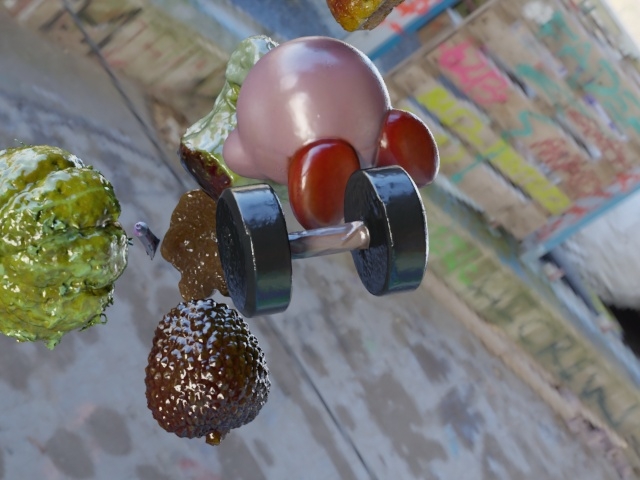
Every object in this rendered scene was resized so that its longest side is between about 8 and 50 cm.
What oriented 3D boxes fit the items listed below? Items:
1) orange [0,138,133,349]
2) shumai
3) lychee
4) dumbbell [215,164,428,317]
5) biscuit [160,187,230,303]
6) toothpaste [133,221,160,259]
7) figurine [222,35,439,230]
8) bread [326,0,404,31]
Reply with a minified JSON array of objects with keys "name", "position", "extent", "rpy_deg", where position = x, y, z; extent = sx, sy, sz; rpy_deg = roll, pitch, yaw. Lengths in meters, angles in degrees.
[{"name":"orange","position":[-0.439,0.009,1.710],"extent":[0.300,0.301,0.223],"rpy_deg":[33,26,20]},{"name":"shumai","position":[-0.114,-0.177,2.019],"extent":[0.309,0.263,0.304],"rpy_deg":[58,5,5]},{"name":"lychee","position":[-0.211,0.243,2.118],"extent":[0.236,0.235,0.271],"rpy_deg":[-3,89,-64]},{"name":"dumbbell","position":[0.000,0.000,1.317],"extent":[0.218,0.152,0.153],"rpy_deg":[-9,56,-16]},{"name":"biscuit","position":[-0.200,-0.003,2.246],"extent":[0.208,0.290,0.041],"rpy_deg":[28,14,15]},{"name":"toothpaste","position":[-0.324,-0.004,2.148],"extent":[0.170,0.028,0.045],"rpy_deg":[79,26,-74]},{"name":"figurine","position":[0.004,-0.176,1.605],"extent":[0.269,0.211,0.261],"rpy_deg":[-23,38,-36]},{"name":"bread","position":[0.031,-0.432,1.612],"extent":[0.077,0.139,0.271],"rpy_deg":[-9,70,-41]}]
